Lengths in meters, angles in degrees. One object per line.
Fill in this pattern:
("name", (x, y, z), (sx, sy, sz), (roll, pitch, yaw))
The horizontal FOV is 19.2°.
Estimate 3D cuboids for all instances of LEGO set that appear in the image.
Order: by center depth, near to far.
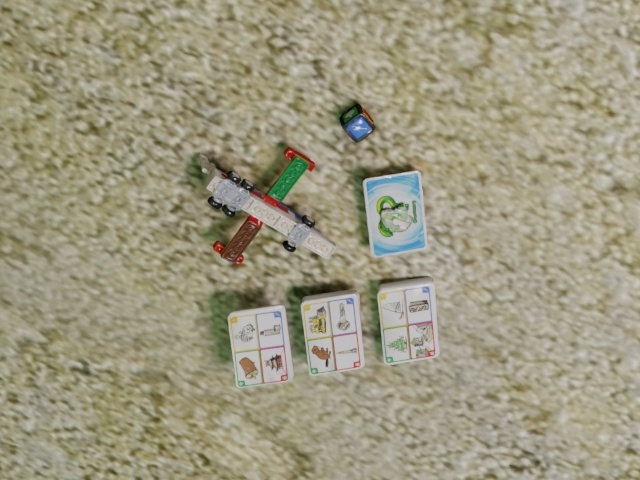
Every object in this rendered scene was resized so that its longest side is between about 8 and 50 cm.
("LEGO set", (0.000, 0.000, 1.610), (0.182, 0.060, 0.244), (-9, 119, -3))
